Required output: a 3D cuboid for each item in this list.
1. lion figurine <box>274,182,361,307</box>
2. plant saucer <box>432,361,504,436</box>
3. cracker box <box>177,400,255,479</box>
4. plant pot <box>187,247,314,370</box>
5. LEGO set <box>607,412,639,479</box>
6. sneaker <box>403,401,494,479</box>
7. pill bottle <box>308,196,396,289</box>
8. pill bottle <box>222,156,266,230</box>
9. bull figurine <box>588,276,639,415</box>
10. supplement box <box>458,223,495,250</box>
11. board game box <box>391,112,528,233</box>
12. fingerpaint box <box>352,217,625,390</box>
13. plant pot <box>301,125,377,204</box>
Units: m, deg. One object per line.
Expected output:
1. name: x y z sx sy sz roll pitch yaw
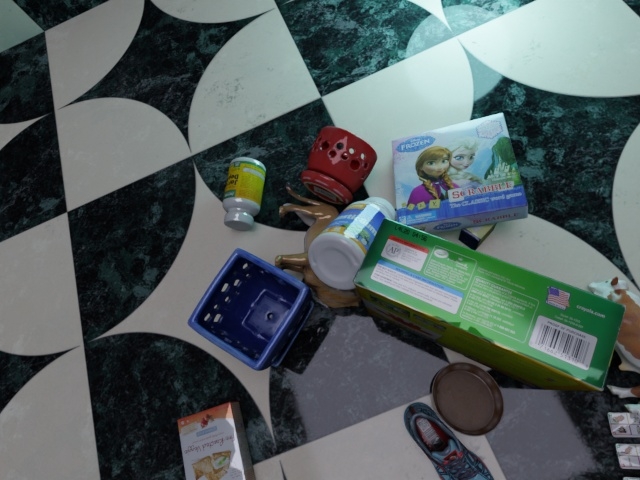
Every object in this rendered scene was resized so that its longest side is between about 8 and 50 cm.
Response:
1. lion figurine: 0.000 0.000 1.140 0.240 0.142 0.392 1 65 -1
2. plant saucer: 0.350 0.380 0.964 0.169 0.029 0.168 0 57 -1
3. cracker box: -0.266 0.556 1.031 0.156 0.067 0.232 -21 68 5
4. plant pot: -0.160 0.192 1.062 0.236 0.212 0.236 27 77 20
5. LEGO set: 0.776 0.463 0.863 0.244 0.060 0.182 -9 72 18
6. sneaker: 0.286 0.491 0.904 0.104 0.125 0.262 -45 68 -5
7. pill bottle: 0.096 -0.009 1.014 0.152 0.152 0.272 22 38 18
8. pill bottle: -0.241 -0.143 1.253 0.118 0.117 0.208 2 71 13
9. bull figurine: 0.693 0.231 0.908 0.188 0.101 0.310 -38 49 15
10. supplement box: 0.426 -0.030 1.086 0.056 0.083 0.083 41 83 23
11. board game box: 0.365 -0.180 1.106 0.319 0.066 0.318 -10 57 19
12. fingerpaint box: 0.324 0.153 0.887 0.445 0.371 0.163 22 76 19
13. plant pot: 0.048 -0.212 1.178 0.191 0.191 0.174 24 80 19
